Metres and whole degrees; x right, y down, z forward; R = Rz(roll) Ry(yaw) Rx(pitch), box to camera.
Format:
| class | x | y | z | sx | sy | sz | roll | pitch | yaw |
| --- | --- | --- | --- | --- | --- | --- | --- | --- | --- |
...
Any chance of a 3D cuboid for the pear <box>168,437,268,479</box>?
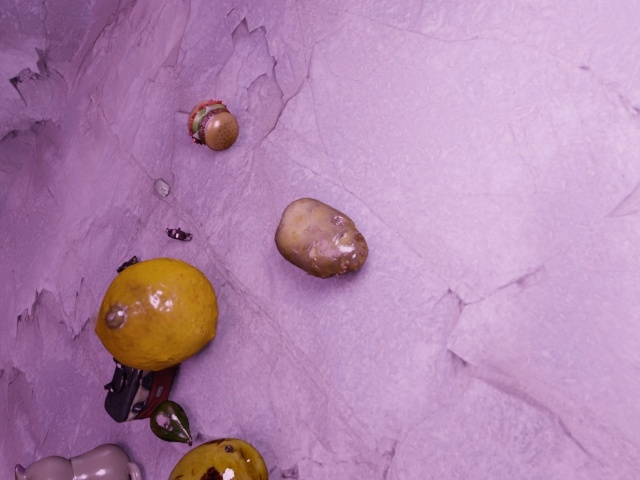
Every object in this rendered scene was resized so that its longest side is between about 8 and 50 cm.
| class | x | y | z | sx | sy | sz | roll | pitch | yaw |
| --- | --- | --- | --- | --- | --- | --- | --- | --- | --- |
| pear | -0.268 | 0.670 | 1.137 | 0.283 | 0.283 | 0.284 | -8 | 76 | 34 |

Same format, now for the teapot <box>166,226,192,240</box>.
| class | x | y | z | sx | sy | sz | roll | pitch | yaw |
| --- | --- | --- | --- | --- | --- | --- | --- | --- | --- |
| teapot | -0.517 | -0.025 | 1.581 | 0.100 | 0.068 | 0.045 | 13 | 85 | 1 |

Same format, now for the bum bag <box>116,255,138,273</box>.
| class | x | y | z | sx | sy | sz | roll | pitch | yaw |
| --- | --- | --- | --- | --- | --- | --- | --- | --- | --- |
| bum bag | -0.730 | 0.154 | 1.692 | 0.102 | 0.069 | 0.248 | -39 | 55 | -5 |

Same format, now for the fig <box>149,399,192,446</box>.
| class | x | y | z | sx | sy | sz | roll | pitch | yaw |
| --- | --- | --- | --- | --- | --- | --- | --- | --- | --- |
| fig | -0.465 | 0.600 | 1.395 | 0.177 | 0.117 | 0.117 | 27 | 97 | 20 |

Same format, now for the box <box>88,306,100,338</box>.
| class | x | y | z | sx | sy | sz | roll | pitch | yaw |
| --- | --- | --- | --- | --- | --- | --- | --- | --- | --- |
| box | -0.909 | 0.357 | 1.805 | 0.166 | 0.024 | 0.090 | 29 | 98 | 35 |

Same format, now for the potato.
| class | x | y | z | sx | sy | sz | roll | pitch | yaw |
| --- | --- | --- | --- | --- | --- | --- | --- | --- | --- |
| potato | 0.000 | 0.000 | 1.161 | 0.296 | 0.141 | 0.192 | 29 | 81 | 37 |

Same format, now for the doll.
| class | x | y | z | sx | sy | sz | roll | pitch | yaw |
| --- | --- | --- | --- | --- | --- | --- | --- | --- | --- |
| doll | -0.826 | 0.825 | 1.473 | 0.226 | 0.370 | 0.215 | -33 | 60 | 47 |

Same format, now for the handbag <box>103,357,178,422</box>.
| class | x | y | z | sx | sy | sz | roll | pitch | yaw |
| --- | --- | --- | --- | --- | --- | --- | --- | --- | --- |
| handbag | -0.608 | 0.483 | 1.466 | 0.181 | 0.181 | 0.255 | 19 | 92 | 37 |

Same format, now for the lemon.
| class | x | y | z | sx | sy | sz | roll | pitch | yaw |
| --- | --- | --- | --- | --- | --- | --- | --- | --- | --- |
| lemon | -0.499 | 0.223 | 1.331 | 0.349 | 0.387 | 0.350 | -3 | 77 | 15 |

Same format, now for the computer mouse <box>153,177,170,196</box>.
| class | x | y | z | sx | sy | sz | roll | pitch | yaw |
| --- | --- | --- | --- | --- | --- | --- | --- | --- | --- |
| computer mouse | -0.637 | -0.212 | 1.724 | 0.110 | 0.032 | 0.056 | 35 | 102 | 35 |

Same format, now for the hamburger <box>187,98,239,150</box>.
| class | x | y | z | sx | sy | sz | roll | pitch | yaw |
| --- | --- | --- | --- | --- | --- | --- | --- | --- | --- |
| hamburger | -0.358 | -0.389 | 1.490 | 0.136 | 0.175 | 0.175 | 37 | 102 | 21 |
